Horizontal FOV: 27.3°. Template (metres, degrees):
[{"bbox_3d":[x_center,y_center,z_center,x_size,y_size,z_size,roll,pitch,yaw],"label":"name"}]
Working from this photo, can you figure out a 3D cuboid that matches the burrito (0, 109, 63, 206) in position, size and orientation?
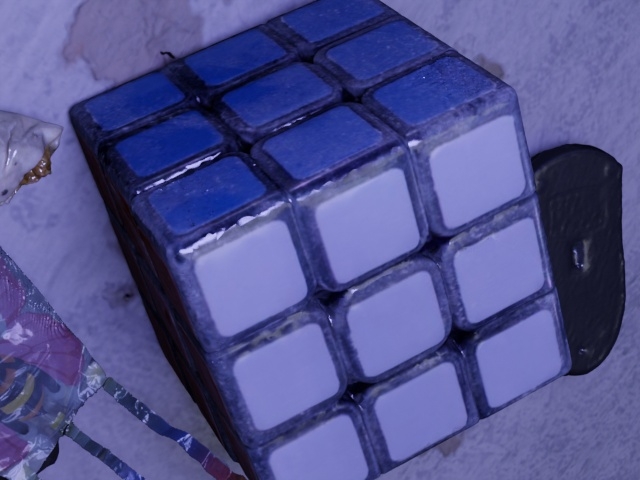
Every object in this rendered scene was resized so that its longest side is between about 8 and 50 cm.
[{"bbox_3d":[-0.395,-0.062,1.018,0.392,0.076,0.117,2,116,-32],"label":"burrito"}]

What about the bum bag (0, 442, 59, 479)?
[{"bbox_3d":[-0.334,0.213,1.191,0.232,0.060,0.107,-34,117,-19],"label":"bum bag"}]

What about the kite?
[{"bbox_3d":[-0.231,0.152,1.141,0.360,0.022,0.204,35,99,-7],"label":"kite"}]

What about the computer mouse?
[{"bbox_3d":[0.268,0.018,1.481,0.137,0.086,0.270,-13,109,-22],"label":"computer mouse"}]

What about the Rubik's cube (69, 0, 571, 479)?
[{"bbox_3d":[0.000,0.000,1.140,0.301,0.305,0.304,-25,126,-12],"label":"Rubik's cube"}]
